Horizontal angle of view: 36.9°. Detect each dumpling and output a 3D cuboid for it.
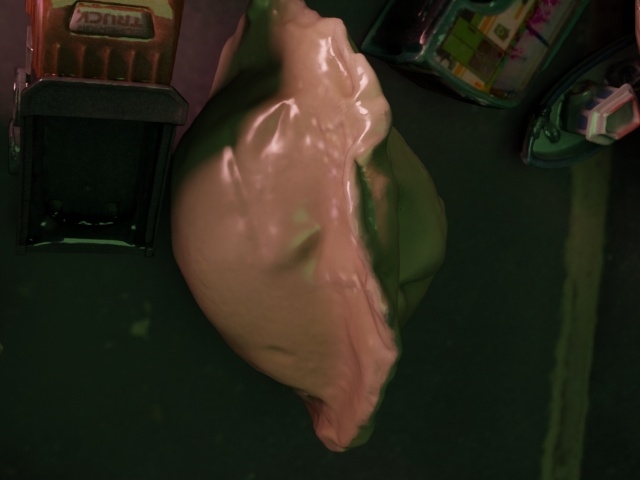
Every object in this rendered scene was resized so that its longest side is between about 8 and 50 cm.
[{"bbox_3d":[0.000,0.000,0.515,0.147,0.193,0.258,-12,116,-22],"label":"dumpling"}]

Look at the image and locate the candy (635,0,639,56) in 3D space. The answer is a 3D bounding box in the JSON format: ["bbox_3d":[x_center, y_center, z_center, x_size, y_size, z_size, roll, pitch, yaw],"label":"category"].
[{"bbox_3d":[0.319,-0.128,0.575,0.296,0.185,0.295,-1,92,-36],"label":"candy"}]

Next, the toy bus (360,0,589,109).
[{"bbox_3d":[0.131,-0.202,0.577,0.109,0.091,0.261,31,92,-28],"label":"toy bus"}]

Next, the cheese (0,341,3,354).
[{"bbox_3d":[-0.284,0.059,0.432,0.249,0.163,0.070,13,135,12],"label":"cheese"}]

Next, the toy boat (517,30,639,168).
[{"bbox_3d":[0.188,-0.090,0.628,0.140,0.066,0.059,-35,113,-8],"label":"toy boat"}]

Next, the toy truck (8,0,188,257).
[{"bbox_3d":[-0.115,-0.070,0.489,0.083,0.092,0.192,2,135,-18],"label":"toy truck"}]
